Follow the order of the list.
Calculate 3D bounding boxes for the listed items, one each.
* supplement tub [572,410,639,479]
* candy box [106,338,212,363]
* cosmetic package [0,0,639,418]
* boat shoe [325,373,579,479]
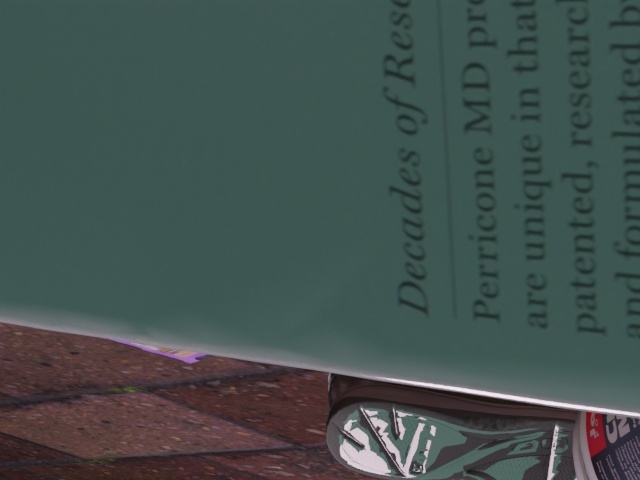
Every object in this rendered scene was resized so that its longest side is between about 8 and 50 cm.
[{"bbox_3d":[0.282,0.116,0.978,0.191,0.191,0.272,12,160,-2],"label":"supplement tub"},{"bbox_3d":[-0.149,0.027,1.140,0.196,0.070,0.165,19,159,-25],"label":"candy box"},{"bbox_3d":[0.070,-0.067,0.419,0.453,0.161,0.230,6,-162,32],"label":"cosmetic package"},{"bbox_3d":[0.161,0.174,1.360,0.320,0.103,0.118,9,122,-6],"label":"boat shoe"}]
